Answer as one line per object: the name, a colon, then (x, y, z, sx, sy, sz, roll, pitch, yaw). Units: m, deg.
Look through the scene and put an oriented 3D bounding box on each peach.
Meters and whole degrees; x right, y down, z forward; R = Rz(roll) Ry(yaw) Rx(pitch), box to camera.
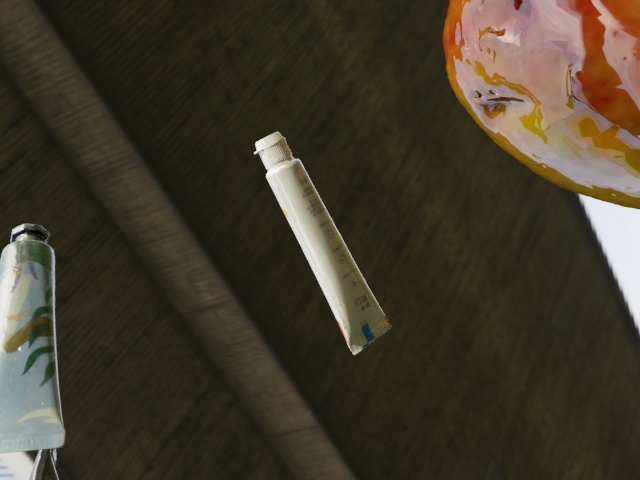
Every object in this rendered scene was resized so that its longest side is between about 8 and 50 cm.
peach: (0.266, -0.168, 0.702, 0.372, 0.372, 0.290, -20, -59, -52)

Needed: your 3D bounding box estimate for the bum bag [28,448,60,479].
bum bag: (-0.286, 0.322, 0.980, 0.248, 0.060, 0.123, -108, 13, -47)

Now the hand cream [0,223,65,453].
hand cream: (-0.314, 0.099, 1.029, 0.058, 0.091, 0.271, 99, 166, -52)

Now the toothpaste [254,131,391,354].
toothpaste: (0.000, 0.000, 0.792, 0.048, 0.031, 0.190, -33, -81, -37)
